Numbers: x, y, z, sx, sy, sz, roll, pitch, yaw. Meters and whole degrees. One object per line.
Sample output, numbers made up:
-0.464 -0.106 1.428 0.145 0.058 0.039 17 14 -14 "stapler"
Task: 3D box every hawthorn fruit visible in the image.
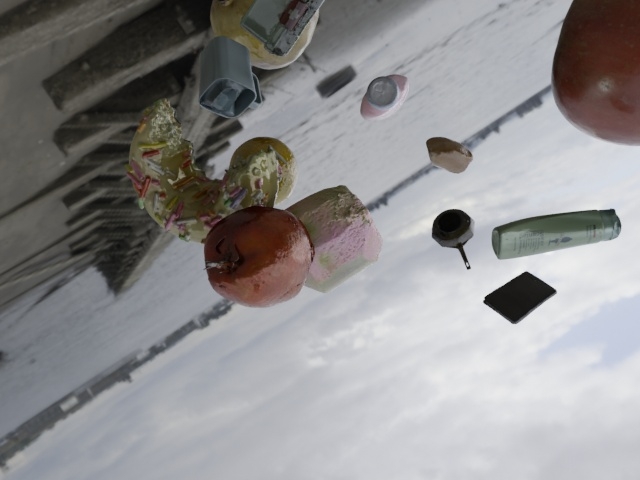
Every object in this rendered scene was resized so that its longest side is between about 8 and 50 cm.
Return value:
-0.135 0.036 1.270 0.211 0.211 0.299 -33 172 18 "hawthorn fruit"

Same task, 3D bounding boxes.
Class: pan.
0.412 -0.022 1.926 0.128 0.202 0.048 -40 142 -4 "pan"

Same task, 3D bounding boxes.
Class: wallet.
0.614 0.170 1.996 0.244 0.124 0.025 -23 139 -37 "wallet"

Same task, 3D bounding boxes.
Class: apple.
0.590 -0.344 1.215 0.348 0.277 0.348 -46 146 -45 "apple"

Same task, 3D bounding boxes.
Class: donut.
-0.287 -0.134 1.520 0.150 0.371 0.307 -54 167 -56 "donut"

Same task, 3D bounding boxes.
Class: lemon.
-0.147 -0.180 1.710 0.187 0.187 0.244 -33 -166 12 "lemon"

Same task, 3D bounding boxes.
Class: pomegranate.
-0.172 -0.682 1.958 0.333 0.332 0.332 -33 -179 0 "pomegranate"

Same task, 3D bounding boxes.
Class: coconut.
0.000 0.000 1.507 0.245 0.233 0.233 -32 180 -5 "coconut"

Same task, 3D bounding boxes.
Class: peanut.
0.314 -0.211 1.605 0.152 0.076 0.076 16 148 -34 "peanut"

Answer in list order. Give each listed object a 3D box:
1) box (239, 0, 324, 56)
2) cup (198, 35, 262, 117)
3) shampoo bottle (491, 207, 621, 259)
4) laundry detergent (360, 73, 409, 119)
-0.079 -0.532 1.471 0.210 0.129 0.148 -52 -165 19 "box"
-0.173 -0.316 1.293 0.128 0.129 0.095 17 143 -36 "cup"
0.401 -0.012 1.114 0.213 0.072 0.049 -9 -152 -2 "shampoo bottle"
0.171 -0.380 1.732 0.159 0.088 0.335 -42 -178 10 "laundry detergent"
